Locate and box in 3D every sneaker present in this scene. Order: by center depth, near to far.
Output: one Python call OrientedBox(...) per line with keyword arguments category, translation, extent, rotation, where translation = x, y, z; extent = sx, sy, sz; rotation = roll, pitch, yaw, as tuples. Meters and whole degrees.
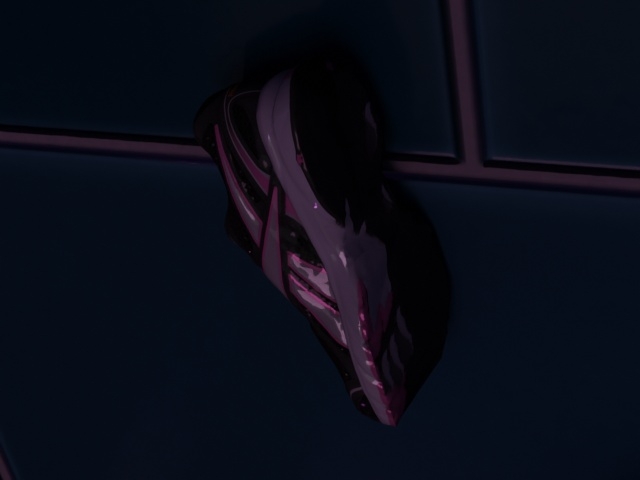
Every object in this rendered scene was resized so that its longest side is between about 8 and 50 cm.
OrientedBox(category="sneaker", translation=(0.000, 0.000, 0.588), extent=(0.077, 0.072, 0.178), rotation=(3, 122, 38))
